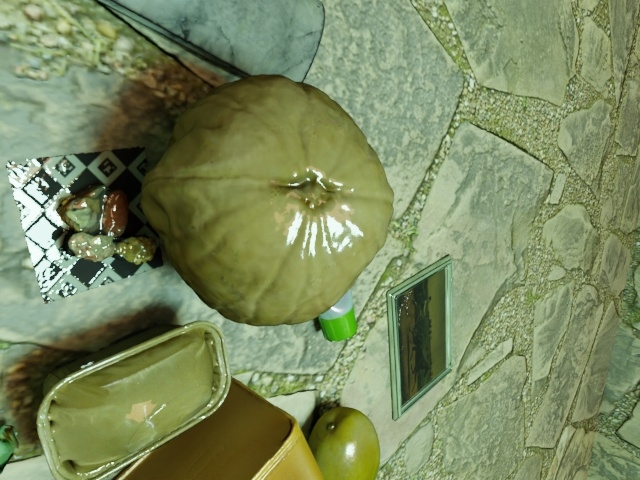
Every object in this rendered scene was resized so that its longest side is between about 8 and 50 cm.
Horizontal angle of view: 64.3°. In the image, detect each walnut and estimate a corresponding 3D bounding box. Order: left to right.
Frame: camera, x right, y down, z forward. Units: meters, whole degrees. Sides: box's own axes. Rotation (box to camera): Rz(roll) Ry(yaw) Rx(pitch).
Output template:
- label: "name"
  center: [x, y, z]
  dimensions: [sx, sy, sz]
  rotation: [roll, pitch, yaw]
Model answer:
- label: "walnut"
  center: [-0.050, -0.033, 0.467]
  dimensions: [0.228, 0.228, 0.228]
  rotation: [-14, 109, -44]

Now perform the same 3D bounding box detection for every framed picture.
- label: "framed picture"
  center: [0.187, 0.172, 0.917]
  dimensions: [0.197, 0.014, 0.252]
  rotation: [-23, 116, -42]

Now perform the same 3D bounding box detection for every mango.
- label: "mango"
  center: [0.033, 0.333, 0.742]
  dimensions: [0.130, 0.091, 0.195]
  rotation: [-39, 135, -38]

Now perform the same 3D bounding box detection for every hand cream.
- label: "hand cream"
  center: [-0.001, 0.000, 0.662]
  dimensions: [0.079, 0.050, 0.275]
  rotation: [-53, 134, -62]

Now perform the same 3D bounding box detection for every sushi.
- label: "sushi"
  center: [-0.196, -0.016, 0.455]
  dimensions: [0.120, 0.026, 0.126]
  rotation: [-20, 113, -41]

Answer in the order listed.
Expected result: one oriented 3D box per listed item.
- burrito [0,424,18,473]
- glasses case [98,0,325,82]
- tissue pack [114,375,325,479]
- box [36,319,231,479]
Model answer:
- label: "burrito"
  center: [-0.350, 0.210, 0.325]
  dimensions: [0.288, 0.054, 0.104]
  rotation: [-41, 126, -33]
- label: "glasses case"
  center: [-0.119, -0.236, 0.456]
  dimensions: [0.299, 0.060, 0.114]
  rotation: [14, 98, -48]
- label: "tissue pack"
  center: [-0.082, 0.330, 0.577]
  dimensions: [0.194, 0.145, 0.275]
  rotation: [-43, 128, -34]
- label: "box"
  center: [-0.166, 0.138, 0.468]
  dimensions: [0.177, 0.111, 0.111]
  rotation: [-22, 115, -42]
